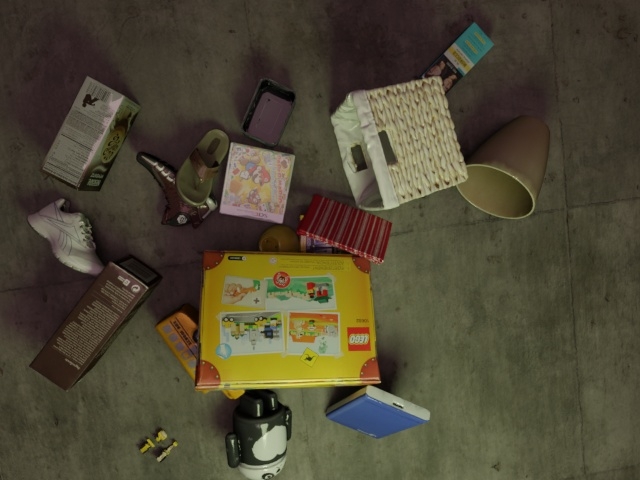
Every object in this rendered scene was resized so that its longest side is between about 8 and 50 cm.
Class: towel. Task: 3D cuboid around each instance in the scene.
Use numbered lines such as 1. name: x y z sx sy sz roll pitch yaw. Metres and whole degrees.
1. towel: 0.078 -0.039 1.406 0.274 0.199 0.031 20 134 1

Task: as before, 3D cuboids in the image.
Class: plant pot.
1. plant pot: -0.144 0.016 1.431 0.134 0.095 0.134 0 91 14
2. plant pot: 0.607 -0.254 1.452 0.256 0.256 0.274 37 73 -8

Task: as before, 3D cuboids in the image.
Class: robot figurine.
1. robot figurine: -0.192 0.620 1.464 0.209 0.173 0.278 -2 95 -6

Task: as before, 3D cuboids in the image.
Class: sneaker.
1. sneaker: -0.733 -0.011 1.352 0.297 0.111 0.129 43 81 10
2. sneaker: -0.471 -0.135 1.399 0.281 0.106 0.162 36 94 -9

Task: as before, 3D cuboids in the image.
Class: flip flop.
1. flip flop: -0.342 -0.228 1.362 0.112 0.080 0.277 33 62 -22

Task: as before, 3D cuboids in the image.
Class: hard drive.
1. hard drive: 0.170 0.551 1.446 0.210 0.319 0.040 25 53 -8

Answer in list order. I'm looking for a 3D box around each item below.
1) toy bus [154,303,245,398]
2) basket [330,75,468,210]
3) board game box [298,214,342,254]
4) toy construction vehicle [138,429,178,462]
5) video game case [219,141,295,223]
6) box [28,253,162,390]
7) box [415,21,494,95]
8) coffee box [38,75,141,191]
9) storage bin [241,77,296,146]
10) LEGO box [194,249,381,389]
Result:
1. toy bus: -0.369 0.362 1.453 0.130 0.108 0.333 -33 98 -2
2. basket: 0.217 -0.279 1.346 0.266 0.331 0.328 -18 97 -6
3. board game box: 0.000 0.000 1.489 0.141 0.048 0.170 0 95 -4
4. toy construction vehicle: -0.532 0.678 1.507 0.086 0.035 0.098 45 87 3
5. video game case: -0.201 -0.180 1.452 0.206 0.026 0.227 10 94 -12
6. box: -0.660 0.234 1.371 0.143 0.191 0.381 36 90 -8
7. box: 0.432 -0.573 1.474 0.100 0.060 0.244 44 90 -8
8. coffee box: -0.661 -0.300 1.329 0.119 0.168 0.297 28 93 -8
9. storage bin: -0.159 -0.392 1.416 0.122 0.084 0.180 23 93 -8
10. LEGO box: -0.100 0.237 1.337 0.500 0.193 0.373 3 70 -12
